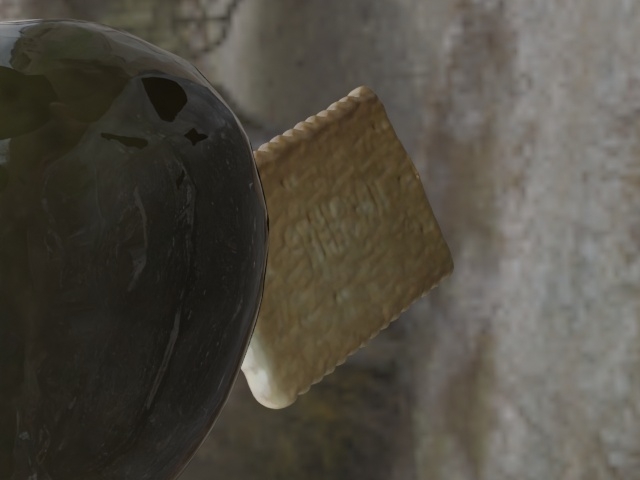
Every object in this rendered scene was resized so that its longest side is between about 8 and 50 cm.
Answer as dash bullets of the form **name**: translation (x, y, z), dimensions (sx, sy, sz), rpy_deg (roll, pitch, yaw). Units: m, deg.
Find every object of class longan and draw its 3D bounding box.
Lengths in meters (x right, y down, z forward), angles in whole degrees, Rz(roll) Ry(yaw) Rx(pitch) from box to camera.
- **longan**: translation (-0.132, 0.021, 0.814), dimensions (0.215, 0.246, 0.246), rpy_deg (58, -163, -46)

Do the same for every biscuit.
- **biscuit**: translation (-0.001, 0.000, 1.387), dimensions (0.250, 0.030, 0.160), rpy_deg (-37, -76, -49)
